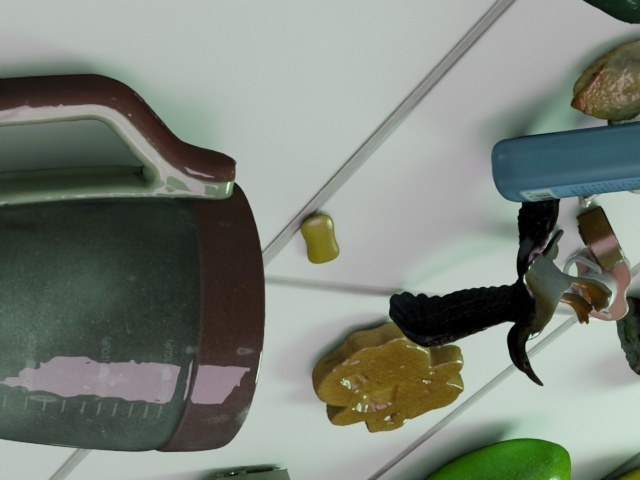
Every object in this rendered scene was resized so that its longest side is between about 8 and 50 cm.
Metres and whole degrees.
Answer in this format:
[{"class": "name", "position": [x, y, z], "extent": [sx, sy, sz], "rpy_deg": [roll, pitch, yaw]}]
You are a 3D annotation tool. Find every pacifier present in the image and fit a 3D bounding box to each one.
[{"class": "pacifier", "position": [0.321, 0.040, 1.529], "extent": [0.078, 0.081, 0.099], "rpy_deg": [-38, 140, -37]}]

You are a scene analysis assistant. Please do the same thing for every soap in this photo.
[{"class": "soap", "position": [0.000, 0.000, 1.324], "extent": [0.034, 0.012, 0.089], "rpy_deg": [-18, 150, -1]}]

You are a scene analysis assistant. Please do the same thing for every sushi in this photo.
[{"class": "sushi", "position": [0.410, 0.113, 1.653], "extent": [0.084, 0.094, 0.098], "rpy_deg": [-10, 149, -11]}]

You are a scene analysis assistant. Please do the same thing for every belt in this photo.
[{"class": "belt", "position": [0.298, -0.001, 1.439], "extent": [0.036, 0.059, 0.083], "rpy_deg": [-26, 150, 11]}]

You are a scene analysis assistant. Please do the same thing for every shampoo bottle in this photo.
[{"class": "shampoo bottle", "position": [0.290, -0.076, 1.215], "extent": [0.258, 0.061, 0.104], "rpy_deg": [-6, 175, 24]}]

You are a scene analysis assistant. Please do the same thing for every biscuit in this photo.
[{"class": "biscuit", "position": [0.077, 0.163, 1.610], "extent": [0.184, 0.035, 0.249], "rpy_deg": [-28, 148, 15]}]

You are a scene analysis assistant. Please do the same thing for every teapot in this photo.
[{"class": "teapot", "position": [-0.215, 0.018, 1.068], "extent": [0.312, 0.233, 0.315], "rpy_deg": [3, 115, -24]}]

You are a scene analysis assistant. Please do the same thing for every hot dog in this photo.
[{"class": "hot dog", "position": [0.305, -0.151, 1.195], "extent": [0.168, 0.061, 0.078], "rpy_deg": [-5, 121, 18]}]

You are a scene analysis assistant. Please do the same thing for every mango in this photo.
[{"class": "mango", "position": [0.219, 0.422, 1.959], "extent": [0.225, 0.201, 0.382], "rpy_deg": [30, 118, -25]}]

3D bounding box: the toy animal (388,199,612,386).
[{"class": "toy animal", "position": [0.223, 0.056, 1.380], "extent": [0.160, 0.197, 0.272], "rpy_deg": [-2, 142, -32]}]

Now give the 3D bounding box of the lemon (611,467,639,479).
[{"class": "lemon", "position": [0.561, 0.535, 2.197], "extent": [0.387, 0.350, 0.350], "rpy_deg": [-31, 166, -45]}]

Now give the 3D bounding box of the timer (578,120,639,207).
[{"class": "timer", "position": [0.398, -0.070, 1.331], "extent": [0.266, 0.175, 0.175], "rpy_deg": [4, 147, -2]}]

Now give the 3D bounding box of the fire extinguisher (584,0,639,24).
[{"class": "fire extinguisher", "position": [0.148, -0.246, 0.930], "extent": [0.311, 0.095, 0.114], "rpy_deg": [13, 93, -44]}]

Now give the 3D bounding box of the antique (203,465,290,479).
[{"class": "antique", "position": [-0.109, 0.395, 1.776], "extent": [0.148, 0.152, 0.147], "rpy_deg": [-3, 148, -30]}]
